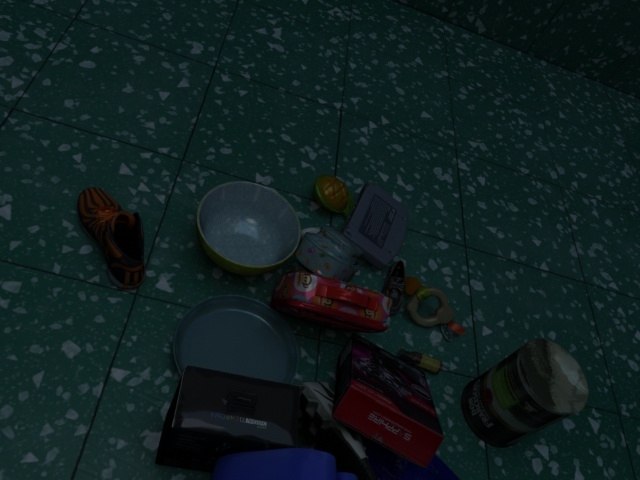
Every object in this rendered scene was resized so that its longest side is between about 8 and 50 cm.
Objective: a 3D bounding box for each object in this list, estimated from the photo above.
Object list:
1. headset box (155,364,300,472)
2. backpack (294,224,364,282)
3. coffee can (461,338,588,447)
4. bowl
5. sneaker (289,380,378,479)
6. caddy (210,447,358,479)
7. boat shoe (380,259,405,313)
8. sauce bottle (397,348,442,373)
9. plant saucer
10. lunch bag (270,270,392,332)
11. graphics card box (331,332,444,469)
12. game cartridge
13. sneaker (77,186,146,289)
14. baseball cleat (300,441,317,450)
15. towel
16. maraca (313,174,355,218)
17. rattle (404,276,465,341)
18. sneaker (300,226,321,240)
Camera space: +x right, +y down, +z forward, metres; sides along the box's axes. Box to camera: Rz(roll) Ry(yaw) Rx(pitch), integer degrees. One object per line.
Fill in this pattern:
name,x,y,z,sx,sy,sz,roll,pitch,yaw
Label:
headset box,-0.197,0.389,1.173,0.247,0.283,0.131,14,51,-13
backpack,0.022,0.041,1.576,0.166,0.144,0.188,40,17,23
coffee can,0.537,0.412,1.488,0.202,0.275,0.201,12,51,-16
bowl,-0.212,-0.007,1.549,0.290,0.156,0.289,12,51,-15
sneaker,0.060,0.443,1.268,0.146,0.122,0.330,-3,42,-42
caddy,-0.078,0.540,1.093,0.241,0.342,0.179,55,31,-39
boat shoe,0.224,0.136,1.692,0.066,0.066,0.183,14,49,-5
sauce bottle,0.282,0.341,1.584,0.128,0.042,0.042,22,49,-5
plant saucer,-0.211,0.280,1.399,0.318,0.043,0.317,13,47,-15
lunch bag,0.036,0.160,1.450,0.293,0.258,0.120,18,75,-19
graphics card box,0.153,0.365,1.339,0.233,0.094,0.371,29,8,0
game cartridge,0.182,-0.046,1.799,0.196,0.060,0.294,34,46,-7
sneaker,-0.522,-0.047,1.424,0.125,0.180,0.321,-22,67,-35
baseball cleat,-0.013,0.489,1.331,0.206,0.072,0.109,5,47,-33
towel,0.225,0.589,1.328,0.308,0.076,0.228,46,51,5
maraca,0.049,-0.143,1.812,0.186,0.099,0.127,30,52,-34
rattle,0.341,0.212,1.715,0.200,0.143,0.130,32,80,-18
sneaker,0.000,0.000,1.707,0.152,0.053,0.061,9,55,-18
